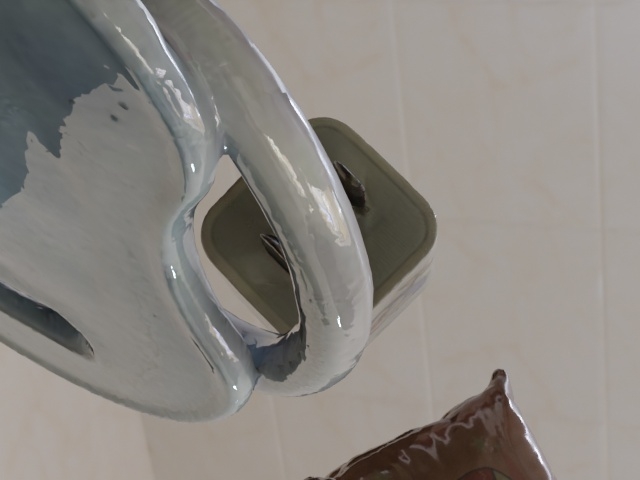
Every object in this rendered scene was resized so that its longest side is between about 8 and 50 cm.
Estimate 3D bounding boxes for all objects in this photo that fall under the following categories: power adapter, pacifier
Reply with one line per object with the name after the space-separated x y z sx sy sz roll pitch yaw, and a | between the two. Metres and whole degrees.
0.000 0.000 0.982 0.130 0.205 0.125 -44 -100 -4 | power adapter
-0.116 0.005 0.384 0.227 0.279 0.207 30 -115 19 | pacifier

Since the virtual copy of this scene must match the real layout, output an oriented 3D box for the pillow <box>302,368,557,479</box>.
0.093 0.225 0.971 0.223 0.236 0.084 -21 174 -29 | pillow
